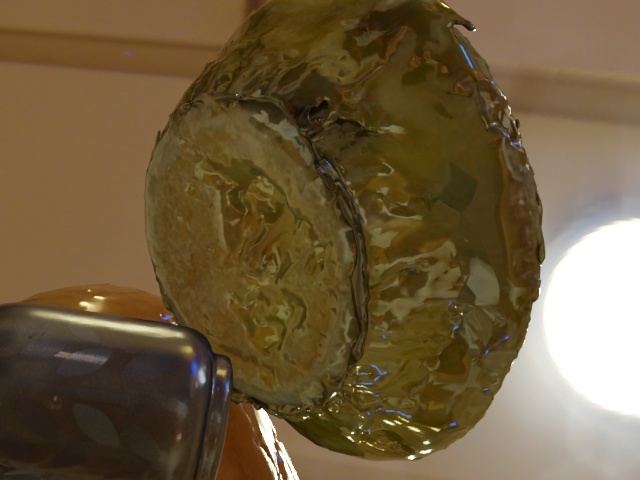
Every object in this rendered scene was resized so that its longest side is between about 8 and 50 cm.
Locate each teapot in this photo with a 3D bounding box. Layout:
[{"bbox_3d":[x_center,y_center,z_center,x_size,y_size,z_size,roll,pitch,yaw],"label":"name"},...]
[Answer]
[{"bbox_3d":[-0.066,0.048,0.341,0.083,0.049,0.063,9,-91,-7],"label":"teapot"}]

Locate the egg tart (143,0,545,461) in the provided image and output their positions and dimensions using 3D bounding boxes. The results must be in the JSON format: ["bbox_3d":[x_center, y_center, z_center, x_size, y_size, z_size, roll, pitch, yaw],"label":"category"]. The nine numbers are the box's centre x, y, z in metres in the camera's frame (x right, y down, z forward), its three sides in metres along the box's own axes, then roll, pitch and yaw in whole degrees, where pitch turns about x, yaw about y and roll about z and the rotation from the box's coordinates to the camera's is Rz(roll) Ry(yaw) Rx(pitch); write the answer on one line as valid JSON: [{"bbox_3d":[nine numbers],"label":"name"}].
[{"bbox_3d":[0.000,0.000,0.538,0.197,0.078,0.197,21,-61,43],"label":"egg tart"}]

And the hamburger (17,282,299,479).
[{"bbox_3d":[-0.116,0.175,0.698,0.170,0.314,0.289,-10,-55,33],"label":"hamburger"}]
